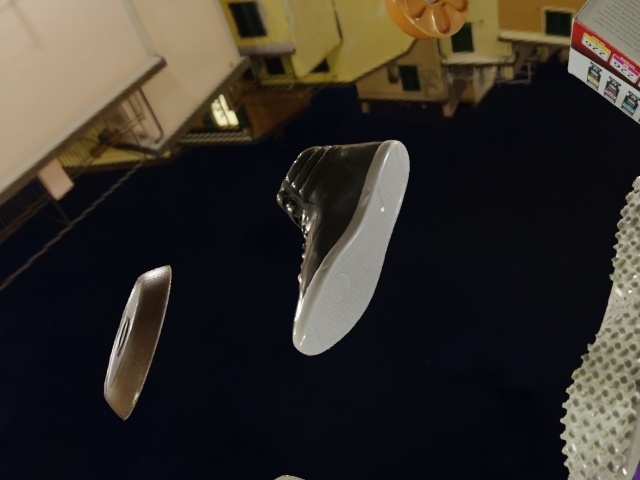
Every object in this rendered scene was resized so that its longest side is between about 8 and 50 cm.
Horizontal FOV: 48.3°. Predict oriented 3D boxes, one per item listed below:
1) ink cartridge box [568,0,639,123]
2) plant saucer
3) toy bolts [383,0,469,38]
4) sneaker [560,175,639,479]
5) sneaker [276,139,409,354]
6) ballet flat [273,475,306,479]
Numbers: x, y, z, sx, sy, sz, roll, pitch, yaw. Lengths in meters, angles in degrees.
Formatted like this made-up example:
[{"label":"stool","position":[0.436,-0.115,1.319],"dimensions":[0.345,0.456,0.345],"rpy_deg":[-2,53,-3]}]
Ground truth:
[{"label":"ink cartridge box","position":[0.426,-0.151,0.752],"dimensions":[0.309,0.272,0.130],"rpy_deg":[43,-78,14]},{"label":"plant saucer","position":[-0.198,0.104,0.761],"dimensions":[0.029,0.168,0.168],"rpy_deg":[18,-135,-19]},{"label":"toy bolts","position":[0.173,-0.311,0.679],"dimensions":[0.228,0.218,0.158],"rpy_deg":[-2,176,-34]},{"label":"sneaker","position":[0.296,0.087,0.556],"dimensions":[0.146,0.102,0.293],"rpy_deg":[19,-96,-5]},{"label":"sneaker","position":[0.000,0.000,0.920],"dimensions":[0.147,0.104,0.295],"rpy_deg":[10,-111,36]},{"label":"ballet flat","position":[-0.036,0.186,0.477],"dimensions":[0.168,0.057,0.052],"rpy_deg":[-29,-102,25]}]
